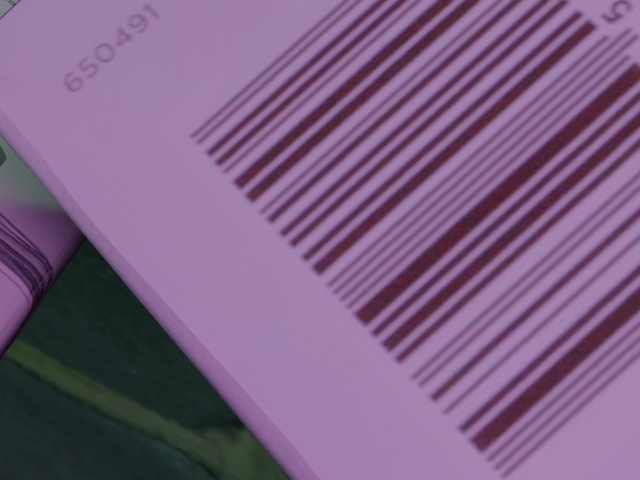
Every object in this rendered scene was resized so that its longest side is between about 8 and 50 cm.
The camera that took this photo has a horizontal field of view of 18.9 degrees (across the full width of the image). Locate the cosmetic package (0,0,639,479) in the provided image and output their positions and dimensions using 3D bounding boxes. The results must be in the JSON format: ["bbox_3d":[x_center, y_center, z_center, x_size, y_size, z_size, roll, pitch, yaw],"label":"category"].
[{"bbox_3d":[0.105,0.059,0.571,0.230,0.161,0.453,47,-2,26],"label":"cosmetic package"}]

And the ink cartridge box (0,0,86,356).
[{"bbox_3d":[-0.162,0.041,0.498,0.115,0.198,0.273,37,21,-6],"label":"ink cartridge box"}]
